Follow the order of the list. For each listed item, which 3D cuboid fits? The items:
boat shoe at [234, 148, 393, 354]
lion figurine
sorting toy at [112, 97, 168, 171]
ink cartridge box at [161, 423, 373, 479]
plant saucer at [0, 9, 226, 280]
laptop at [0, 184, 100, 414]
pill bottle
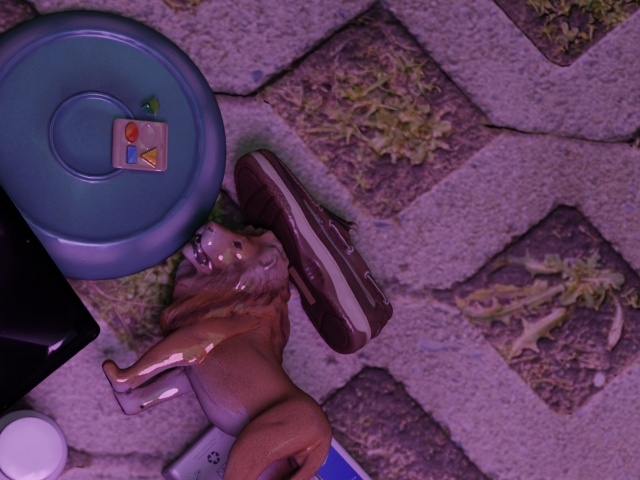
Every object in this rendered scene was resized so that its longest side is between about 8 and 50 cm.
[{"bbox_3d":[-0.004,0.002,1.739,0.095,0.095,0.257,-32,96,-33],"label":"boat shoe"},{"bbox_3d":[-0.081,0.160,1.594,0.240,0.142,0.392,-27,56,-11],"label":"lion figurine"},{"bbox_3d":[-0.201,-0.120,1.693,0.062,0.012,0.083,3,79,-15],"label":"sorting toy"},{"bbox_3d":[-0.005,0.322,1.684,0.165,0.065,0.333,-43,92,-19],"label":"ink cartridge box"},{"bbox_3d":[-0.257,-0.114,1.705,0.317,0.043,0.318,3,79,-16],"label":"plant saucer"},{"bbox_3d":[-0.521,0.040,1.577,0.382,0.236,0.408,-39,112,-19],"label":"laptop"},{"bbox_3d":[-0.308,0.220,1.563,0.087,0.160,0.087,3,79,-16],"label":"pill bottle"}]
